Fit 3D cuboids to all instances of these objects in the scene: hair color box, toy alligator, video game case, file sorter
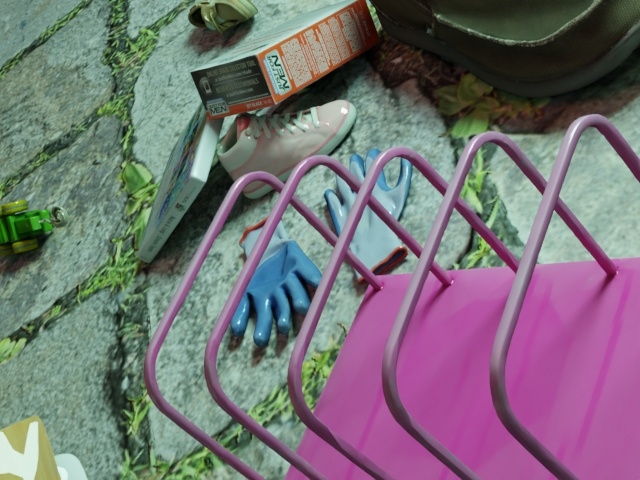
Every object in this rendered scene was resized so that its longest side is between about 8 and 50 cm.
[{"bbox_3d":[-0.031,-0.173,1.152,0.093,0.053,0.167,-6,21,44],"label":"hair color box"},{"bbox_3d":[-0.324,-0.019,1.371,0.190,0.056,0.051,-9,7,42],"label":"toy alligator"},{"bbox_3d":[-0.130,-0.075,1.192,0.143,0.019,0.157,-49,22,45],"label":"video game case"},{"bbox_3d":[0.063,0.055,0.741,0.291,0.182,0.202,-6,50,44],"label":"file sorter"}]

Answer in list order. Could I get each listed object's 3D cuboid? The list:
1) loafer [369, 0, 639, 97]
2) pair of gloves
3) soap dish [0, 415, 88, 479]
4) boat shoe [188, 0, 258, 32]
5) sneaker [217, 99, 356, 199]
[{"bbox_3d":[0.130,-0.216,1.011,0.134,0.130,0.366,-52,34,-10],"label":"loafer"},{"bbox_3d":[0.000,0.000,1.018,0.198,0.023,0.159,-35,34,16],"label":"pair of gloves"},{"bbox_3d":[-0.240,0.281,0.767,0.291,0.118,0.228,-45,54,31],"label":"soap dish"},{"bbox_3d":[-0.115,-0.262,1.409,0.045,0.050,0.135,-54,24,-8],"label":"boat shoe"},{"bbox_3d":[-0.036,-0.098,1.121,0.134,0.070,0.051,-34,31,16],"label":"sneaker"}]
